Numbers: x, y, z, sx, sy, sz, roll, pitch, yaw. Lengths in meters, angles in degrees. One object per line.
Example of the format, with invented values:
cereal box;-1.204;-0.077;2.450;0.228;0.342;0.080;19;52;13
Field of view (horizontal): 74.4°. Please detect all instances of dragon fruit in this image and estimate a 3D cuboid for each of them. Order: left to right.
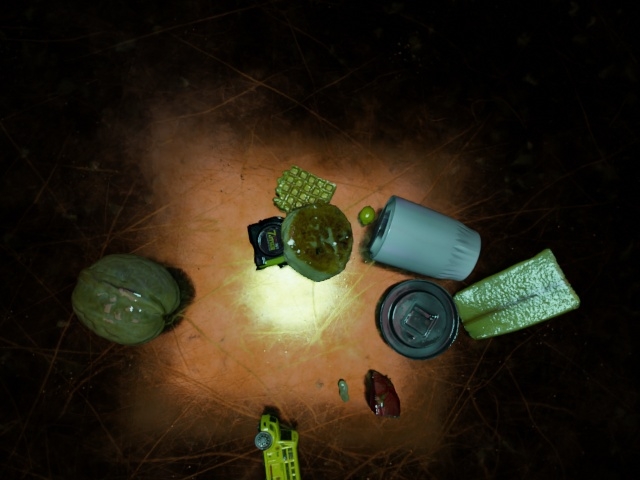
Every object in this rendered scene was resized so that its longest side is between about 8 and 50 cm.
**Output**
dragon fruit;0.245;0.574;1.573;0.127;0.120;0.160;1;80;-9

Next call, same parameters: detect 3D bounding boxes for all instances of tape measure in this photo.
tape measure;-0.171;0.010;1.599;0.186;0.112;0.199;-13;90;8

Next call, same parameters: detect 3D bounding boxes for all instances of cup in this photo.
cup;0.378;0.000;1.576;0.372;0.253;0.253;18;83;-5

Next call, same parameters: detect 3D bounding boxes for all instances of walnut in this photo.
walnut;-0.681;0.194;1.466;0.344;0.306;0.306;30;83;-4

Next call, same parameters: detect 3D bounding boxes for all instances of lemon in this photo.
lemon;0.185;-0.099;1.663;0.062;0.062;0.083;16;84;-2

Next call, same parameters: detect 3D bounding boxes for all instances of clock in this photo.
clock;0.379;0.304;1.635;0.313;0.061;0.312;0;84;-4

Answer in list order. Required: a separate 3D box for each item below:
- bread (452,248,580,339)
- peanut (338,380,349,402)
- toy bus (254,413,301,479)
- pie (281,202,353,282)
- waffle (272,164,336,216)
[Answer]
bread;0.705;0.228;1.577;0.362;0.245;0.233;-22;73;-3
peanut;0.089;0.575;1.603;0.037;0.037;0.083;-6;89;-4
toy bus;-0.144;0.797;1.510;0.152;0.144;0.330;-7;86;-5
pie;0.000;0.000;1.554;0.315;0.092;0.315;1;88;-33
waffle;-0.080;-0.162;1.646;0.229;0.057;0.219;24;78;0
